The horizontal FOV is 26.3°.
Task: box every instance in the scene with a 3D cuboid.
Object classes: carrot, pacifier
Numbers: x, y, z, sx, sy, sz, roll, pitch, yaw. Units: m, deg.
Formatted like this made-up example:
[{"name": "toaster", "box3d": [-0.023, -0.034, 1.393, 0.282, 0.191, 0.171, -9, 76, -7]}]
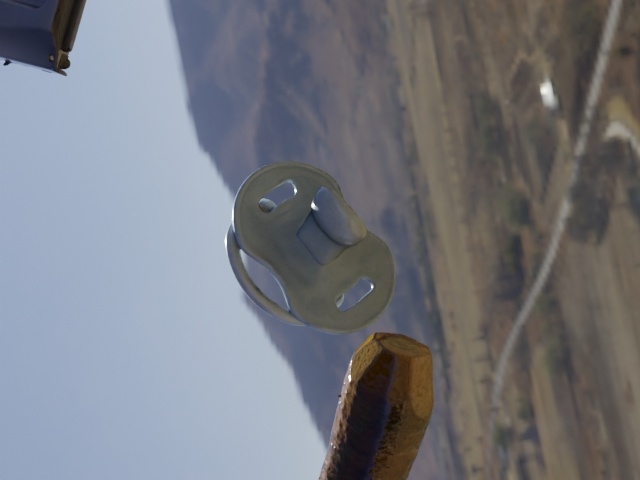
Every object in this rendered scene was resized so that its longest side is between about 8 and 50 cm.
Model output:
[{"name": "carrot", "box3d": [0.059, 0.257, 1.643, 0.114, 0.114, 0.301, -99, 23, -69]}, {"name": "pacifier", "box3d": [0.000, 0.000, 1.937, 0.279, 0.227, 0.207, 51, 144, 2]}]

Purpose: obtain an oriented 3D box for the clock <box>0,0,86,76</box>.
[{"name": "clock", "box3d": [-0.347, -0.330, 1.593, 0.083, 0.186, 0.253, 16, -90, -71]}]
